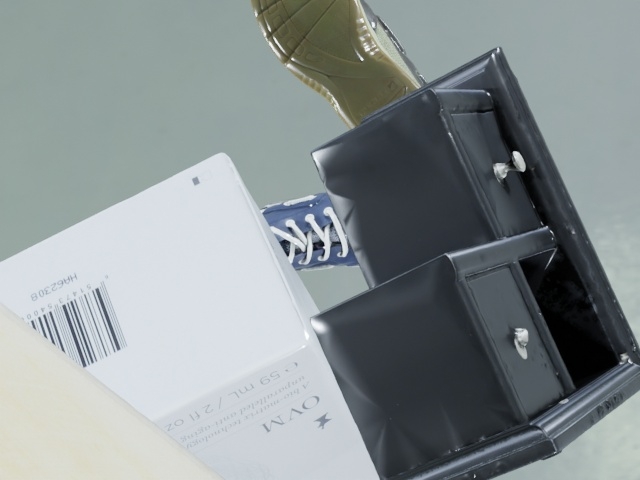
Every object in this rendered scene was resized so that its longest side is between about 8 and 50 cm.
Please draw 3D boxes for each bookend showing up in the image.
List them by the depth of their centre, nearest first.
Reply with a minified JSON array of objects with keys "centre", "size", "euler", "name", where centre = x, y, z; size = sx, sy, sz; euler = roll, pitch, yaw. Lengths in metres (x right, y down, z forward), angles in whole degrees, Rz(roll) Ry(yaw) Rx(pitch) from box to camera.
[{"centre":[0.049,0.008,0.614],"size":[0.072,0.156,0.157],"euler":[-26,83,23],"name":"bookend"}]

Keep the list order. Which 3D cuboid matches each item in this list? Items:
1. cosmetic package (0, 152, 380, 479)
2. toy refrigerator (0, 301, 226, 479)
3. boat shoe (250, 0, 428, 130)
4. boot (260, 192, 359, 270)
[{"centre":[-0.096,0.105,0.898],"size":[0.224,0.225,0.138],"euler":[-27,57,2],"name":"cosmetic package"},{"centre":[-0.076,0.106,0.403],"size":[0.102,0.269,0.094],"euler":[-29,37,22],"name":"toy refrigerator"},{"centre":[0.024,-0.139,1.239],"size":[0.080,0.073,0.223],"euler":[-41,72,8],"name":"boat shoe"},{"centre":[0.000,0.000,1.211],"size":[0.190,0.086,0.069],"euler":[-10,101,46],"name":"boot"}]
